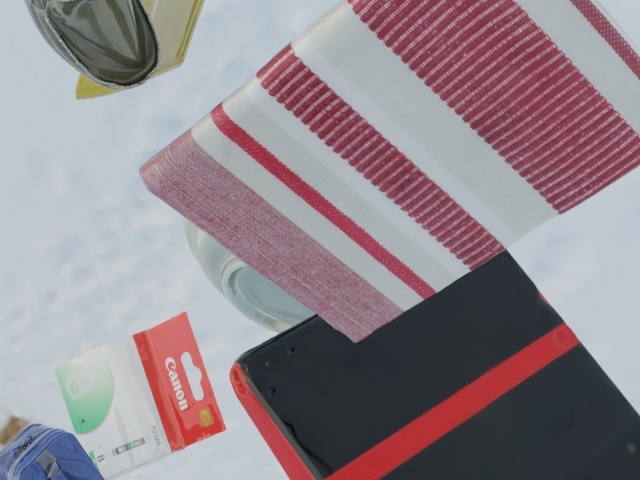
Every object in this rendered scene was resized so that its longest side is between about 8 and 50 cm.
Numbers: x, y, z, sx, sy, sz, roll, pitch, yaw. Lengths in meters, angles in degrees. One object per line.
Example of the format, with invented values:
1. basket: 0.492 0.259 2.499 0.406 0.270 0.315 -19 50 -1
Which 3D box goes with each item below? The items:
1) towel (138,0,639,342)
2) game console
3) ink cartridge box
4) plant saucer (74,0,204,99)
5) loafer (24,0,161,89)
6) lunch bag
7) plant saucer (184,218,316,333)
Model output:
1. towel: 0.063 -0.069 0.744 0.329 0.037 0.237 -35 122 29
2. game console: 0.143 0.188 1.073 0.342 0.386 0.060 52 144 17
3. ink cartridge box: -0.257 0.222 1.459 0.224 0.181 0.056 -27 167 29
4. plant saucer: -0.284 -0.411 1.838 0.081 0.333 0.333 25 114 6
5. loafer: -0.212 -0.215 0.903 0.087 0.094 0.251 46 174 41
6. lunch bag: -0.225 0.201 0.874 0.065 0.067 0.098 1 129 45
7. plant saucer: -0.043 0.060 1.667 0.400 0.101 0.400 14 145 10
